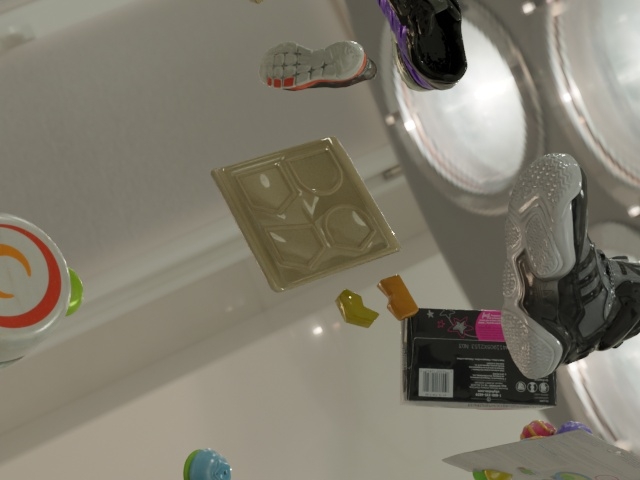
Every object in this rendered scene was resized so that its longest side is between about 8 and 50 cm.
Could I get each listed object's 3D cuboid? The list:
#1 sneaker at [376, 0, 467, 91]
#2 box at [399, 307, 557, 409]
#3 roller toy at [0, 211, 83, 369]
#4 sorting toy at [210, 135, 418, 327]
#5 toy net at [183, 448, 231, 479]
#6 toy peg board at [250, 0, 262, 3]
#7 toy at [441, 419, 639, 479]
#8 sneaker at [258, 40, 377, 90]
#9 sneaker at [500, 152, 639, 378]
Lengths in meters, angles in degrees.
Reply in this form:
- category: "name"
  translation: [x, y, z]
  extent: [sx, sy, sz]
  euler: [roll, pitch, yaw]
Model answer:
- category: "sneaker"
  translation: [0.130, -0.338, 1.424]
  extent: [0.293, 0.102, 0.146]
  euler: [62, -8, -18]
- category: "box"
  translation: [0.262, 0.205, 1.766]
  extent: [0.142, 0.248, 0.163]
  euler: [93, -1, -79]
- category: "roller toy"
  translation: [-0.443, 0.070, 1.375]
  extent: [0.209, 0.191, 0.146]
  euler: [43, -43, -12]
- category: "sorting toy"
  translation: [0.000, 0.000, 1.488]
  extent: [0.307, 0.229, 0.041]
  euler: [61, -31, 20]
- category: "toy net"
  translation: [-0.176, 0.358, 1.313]
  extent: [0.045, 0.232, 0.122]
  euler: [-12, -80, 35]
- category: "toy peg board"
  translation: [-0.094, -0.394, 1.217]
  extent: [0.079, 0.161, 0.160]
  euler: [25, -11, 34]
- category: "toy"
  translation: [0.274, 0.252, 1.251]
  extent: [0.137, 0.056, 0.237]
  euler: [28, -35, -24]
- category: "sneaker"
  translation: [-0.003, -0.199, 1.242]
  extent: [0.158, 0.061, 0.065]
  euler: [7, -9, 36]
- category: "sneaker"
  translation: [0.277, 0.020, 1.086]
  extent: [0.101, 0.153, 0.268]
  euler: [-117, -158, -52]
